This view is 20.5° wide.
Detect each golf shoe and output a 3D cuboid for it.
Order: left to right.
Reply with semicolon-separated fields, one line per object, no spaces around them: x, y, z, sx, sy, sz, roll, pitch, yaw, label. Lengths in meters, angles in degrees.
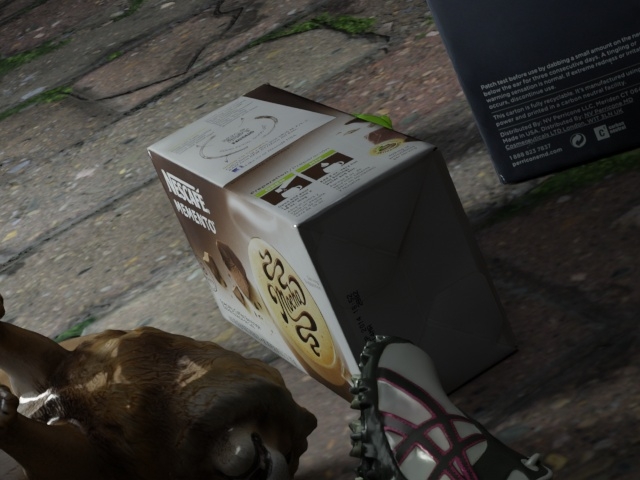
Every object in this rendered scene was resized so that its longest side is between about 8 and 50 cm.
0.074;0.148;1.025;0.120;0.105;0.273;-4;29;2;golf shoe

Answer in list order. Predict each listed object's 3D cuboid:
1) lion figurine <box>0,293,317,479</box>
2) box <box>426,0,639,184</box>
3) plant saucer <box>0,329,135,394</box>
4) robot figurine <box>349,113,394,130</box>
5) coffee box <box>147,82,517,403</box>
-0.208;0.171;1.132;0.392;0.240;0.142;-31;53;14;lion figurine
0.192;-0.274;1.527;0.179;0.312;0.343;-17;23;17;box
-0.212;0.148;1.346;0.278;0.041;0.278;-20;22;8;plant saucer
0.023;-0.080;1.582;0.115;0.067;0.101;2;29;46;robot figurine
0.000;0.000;1.299;0.119;0.168;0.297;-30;24;-16;coffee box
